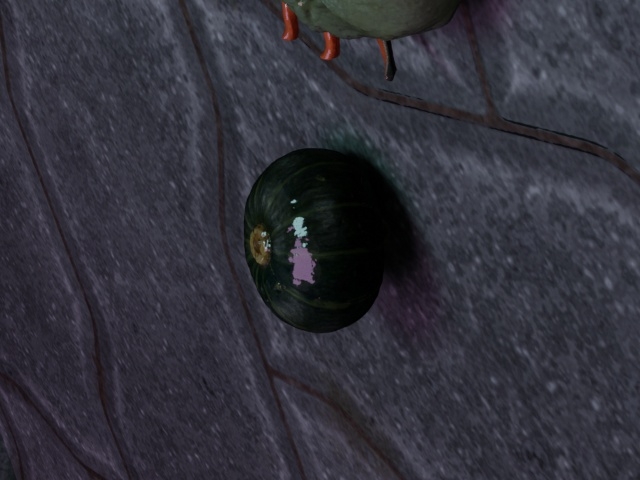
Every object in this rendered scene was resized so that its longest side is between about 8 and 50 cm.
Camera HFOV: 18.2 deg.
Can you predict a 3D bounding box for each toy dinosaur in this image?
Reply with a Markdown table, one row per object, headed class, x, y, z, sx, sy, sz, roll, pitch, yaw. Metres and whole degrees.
| class | x | y | z | sx | sy | sz | roll | pitch | yaw |
| --- | --- | --- | --- | --- | --- | --- | --- | --- | --- |
| toy dinosaur | -0.007 | -0.218 | 1.659 | 0.279 | 0.055 | 0.101 | 43 | 132 | 35 |

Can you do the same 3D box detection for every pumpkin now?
| class | x | y | z | sx | sy | sz | roll | pitch | yaw |
| --- | --- | --- | --- | --- | --- | --- | --- | --- | --- |
| pumpkin | -0.003 | 0.000 | 1.795 | 0.167 | 0.125 | 0.167 | 8 | 100 | 52 |

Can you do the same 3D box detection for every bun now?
| class | x | y | z | sx | sy | sz | roll | pitch | yaw |
| --- | --- | --- | --- | --- | --- | --- | --- | --- | --- |
| bun | 0.018 | -0.242 | 1.497 | 0.221 | 0.108 | 0.221 | 37 | 137 | 43 |
